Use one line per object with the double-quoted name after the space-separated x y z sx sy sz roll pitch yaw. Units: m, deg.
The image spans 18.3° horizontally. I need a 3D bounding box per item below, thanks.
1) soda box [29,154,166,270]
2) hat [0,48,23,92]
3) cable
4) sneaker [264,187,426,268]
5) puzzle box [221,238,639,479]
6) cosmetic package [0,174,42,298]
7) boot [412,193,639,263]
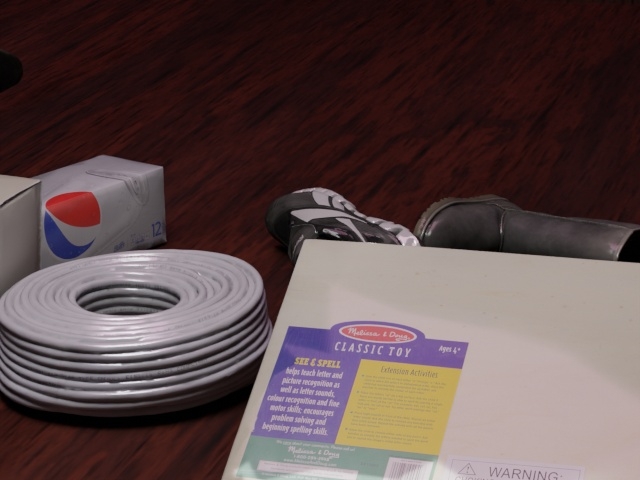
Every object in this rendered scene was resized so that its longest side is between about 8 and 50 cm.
-0.294 -0.011 2.111 0.098 0.091 0.286 14 24 37 "soda box"
-0.432 -0.083 2.106 0.331 0.134 0.331 -27 -8 -4 "hat"
-0.171 0.083 1.822 0.257 0.089 0.257 9 21 27 "cable"
0.000 0.000 2.077 0.106 0.078 0.234 -13 23 -37 "sneaker"
0.150 0.121 1.567 0.409 0.052 0.272 5 46 16 "puzzle box"
-0.433 0.008 1.929 0.309 0.160 0.113 8 18 13 "cosmetic package"
0.225 0.006 2.077 0.208 0.076 0.189 22 31 36 "boot"
